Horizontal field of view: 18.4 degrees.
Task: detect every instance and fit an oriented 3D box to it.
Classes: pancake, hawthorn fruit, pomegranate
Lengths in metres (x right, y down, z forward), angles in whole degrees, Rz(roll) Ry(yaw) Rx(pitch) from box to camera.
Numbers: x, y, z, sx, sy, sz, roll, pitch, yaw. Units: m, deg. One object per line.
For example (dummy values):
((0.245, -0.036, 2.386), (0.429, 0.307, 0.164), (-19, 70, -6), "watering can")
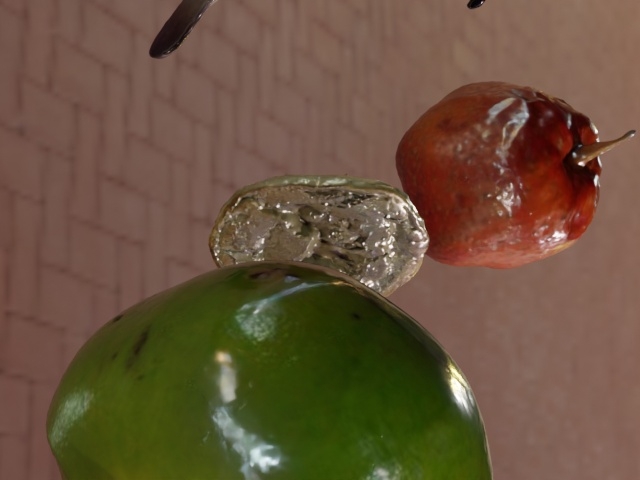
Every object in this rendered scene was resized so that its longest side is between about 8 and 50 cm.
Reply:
((0.000, 0.000, 1.408), (0.158, 0.158, 0.028), (63, 19, -47), "pancake")
((0.210, -0.070, 1.987), (0.207, 0.243, 0.207), (26, 58, -49), "hawthorn fruit")
((-0.052, 0.134, 0.940), (0.302, 0.236, 0.236), (-23, 111, -53), "pomegranate")

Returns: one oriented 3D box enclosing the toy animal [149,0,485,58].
((0.046, -0.221, 1.361), (0.324, 0.090, 0.195), (-18, 145, -33), "toy animal")
